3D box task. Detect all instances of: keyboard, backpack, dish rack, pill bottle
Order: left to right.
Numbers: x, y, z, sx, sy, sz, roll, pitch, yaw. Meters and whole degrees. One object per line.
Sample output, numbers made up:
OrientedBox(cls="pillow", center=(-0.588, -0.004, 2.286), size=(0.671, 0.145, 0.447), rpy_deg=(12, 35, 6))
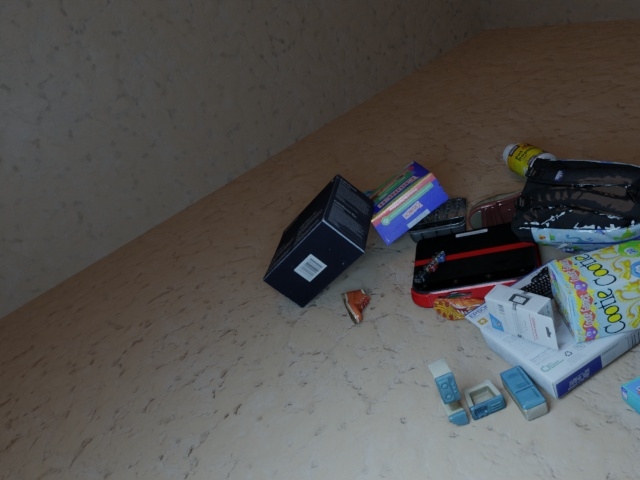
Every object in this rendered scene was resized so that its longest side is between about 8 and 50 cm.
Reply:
OrientedBox(cls="dish rack", center=(0.431, -0.093, 1.985), size=(0.208, 0.074, 0.272), rpy_deg=(-9, 31, 23))
OrientedBox(cls="pill bottle", center=(0.769, -0.293, 2.027), size=(0.117, 0.117, 0.215), rpy_deg=(-26, 28, -4))
OrientedBox(cls="keyboard", center=(0.603, 0.105, 1.441), size=(0.180, 0.023, 0.108), rpy_deg=(-26, 27, -6))
OrientedBox(cls="backpack", center=(0.774, -0.093, 1.548), size=(0.355, 0.273, 0.290), rpy_deg=(-7, 50, 51))

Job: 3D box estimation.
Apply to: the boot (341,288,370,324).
OrientedBox(cls="boot", center=(0.120, 0.203, 1.733), size=(0.084, 0.059, 0.158), rpy_deg=(-18, 27, 0))

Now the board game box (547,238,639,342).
OrientedBox(cls="board game box", center=(0.687, 0.105, 1.246), size=(0.275, 0.142, 0.144), rpy_deg=(-17, 28, 11))

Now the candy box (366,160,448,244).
OrientedBox(cls="candy box", center=(0.296, -0.146, 1.998), size=(0.268, 0.122, 0.317), rpy_deg=(-38, 15, 8))

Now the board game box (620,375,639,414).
OrientedBox(cls="board game box", center=(0.733, 0.330, 1.074), size=(0.160, 0.047, 0.210), rpy_deg=(-26, 29, -3))

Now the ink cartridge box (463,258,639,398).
OrientedBox(cls="ink cartridge box", center=(0.590, 0.203, 1.373), size=(0.324, 0.071, 0.330), rpy_deg=(-29, 27, -11))

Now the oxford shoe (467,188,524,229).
OrientedBox(cls="oxford shoe", center=(0.666, -0.129, 1.828), size=(0.348, 0.123, 0.130), rpy_deg=(-10, 24, 20))

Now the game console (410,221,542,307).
OrientedBox(cls="game console", center=(0.477, 0.069, 1.709), size=(0.386, 0.060, 0.342), rpy_deg=(-11, 27, 21))

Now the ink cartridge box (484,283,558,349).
OrientedBox(cls="ink cartridge box", center=(0.491, 0.180, 1.306), size=(0.060, 0.104, 0.180), rpy_deg=(-37, 31, -25))

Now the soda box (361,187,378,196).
OrientedBox(cls="soda box", center=(0.229, -0.170, 2.270), size=(0.210, 0.067, 0.071), rpy_deg=(-12, 31, 19))

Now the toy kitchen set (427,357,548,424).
OrientedBox(cls="toy kitchen set", center=(0.370, 0.327, 1.221), size=(0.207, 0.166, 0.122), rpy_deg=(-23, 28, 1))

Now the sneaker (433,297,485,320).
OrientedBox(cls="sneaker", center=(0.405, 0.192, 1.554), size=(0.175, 0.064, 0.067), rpy_deg=(5, 19, 34))

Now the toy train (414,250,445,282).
OrientedBox(cls="toy train", center=(0.343, 0.081, 1.692), size=(0.036, 0.027, 0.158), rpy_deg=(10, 40, 43))

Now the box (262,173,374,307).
OrientedBox(cls="box", center=(0.000, 0.000, 1.886), size=(0.343, 0.179, 0.313), rpy_deg=(-44, 17, 33))
